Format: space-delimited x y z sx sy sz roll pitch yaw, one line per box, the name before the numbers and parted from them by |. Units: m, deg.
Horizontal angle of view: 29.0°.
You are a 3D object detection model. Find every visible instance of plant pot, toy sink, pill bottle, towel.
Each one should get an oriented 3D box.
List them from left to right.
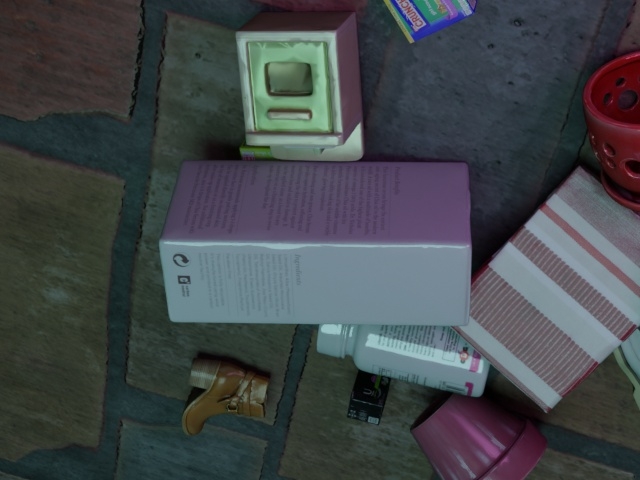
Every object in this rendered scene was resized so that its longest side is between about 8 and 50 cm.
toy sink | -0.027 -0.209 1.823 0.153 0.131 0.234 3 115 15
pill bottle | 0.145 0.152 2.048 0.283 0.160 0.160 13 128 7
plant pot | 0.262 0.353 2.156 0.180 0.201 0.201 46 126 1
towel | 0.375 0.076 1.896 0.237 0.037 0.329 42 108 2
plant pot | 0.469 -0.149 1.720 0.191 0.191 0.174 -3 134 18

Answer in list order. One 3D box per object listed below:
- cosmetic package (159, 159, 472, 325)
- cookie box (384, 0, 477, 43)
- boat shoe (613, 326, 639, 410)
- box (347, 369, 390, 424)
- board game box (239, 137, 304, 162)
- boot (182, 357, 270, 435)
cosmetic package | 0.000 0.000 1.891 0.453 0.230 0.161 1 126 5
cookie box | 0.153 -0.344 1.754 0.107 0.040 0.092 -21 118 30
boat shoe | 0.533 0.174 1.993 0.103 0.113 0.302 -19 125 21
box | 0.087 0.278 2.208 0.062 0.083 0.052 13 129 6
board game box | -0.068 -0.083 2.011 0.092 0.043 0.181 1 126 15
boot | -0.177 0.311 2.321 0.152 0.073 0.197 13 131 1
